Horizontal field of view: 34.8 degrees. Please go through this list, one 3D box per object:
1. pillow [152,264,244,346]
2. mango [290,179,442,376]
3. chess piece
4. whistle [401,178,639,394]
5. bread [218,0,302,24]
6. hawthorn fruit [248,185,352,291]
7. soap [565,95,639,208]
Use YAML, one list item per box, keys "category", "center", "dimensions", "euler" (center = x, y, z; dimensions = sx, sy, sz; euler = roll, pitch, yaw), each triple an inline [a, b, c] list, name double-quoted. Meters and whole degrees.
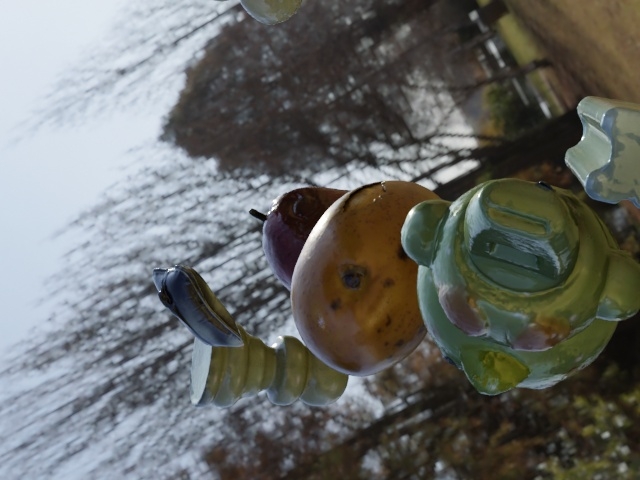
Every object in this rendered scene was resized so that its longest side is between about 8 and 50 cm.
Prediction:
- category: "pillow"
  center: [-0.154, 0.083, 1.290]
  dimensions: [0.136, 0.091, 0.055]
  euler: [50, -145, -20]
- category: "mango"
  center: [0.074, 0.027, 1.168]
  dimensions: [0.290, 0.159, 0.191]
  euler: [-38, -50, -53]
- category: "chess piece"
  center: [-0.076, 0.212, 1.666]
  dimensions: [0.251, 0.144, 0.144]
  euler: [9, -146, -19]
- category: "whistle"
  center: [0.111, 0.030, 0.592]
  dimensions: [0.141, 0.141, 0.294]
  euler: [62, -166, 6]
- category: "bread"
  center: [-0.046, -0.253, 0.655]
  dimensions: [0.182, 0.038, 0.251]
  euler: [-57, -35, -34]
- category: "hawthorn fruit"
  center: [0.000, 0.000, 1.760]
  dimensions: [0.260, 0.224, 0.224]
  euler: [27, -172, 6]
- category: "soap"
  center: [0.335, -0.084, 1.004]
  dimensions: [0.265, 0.159, 0.088]
  euler: [-45, -32, -76]
